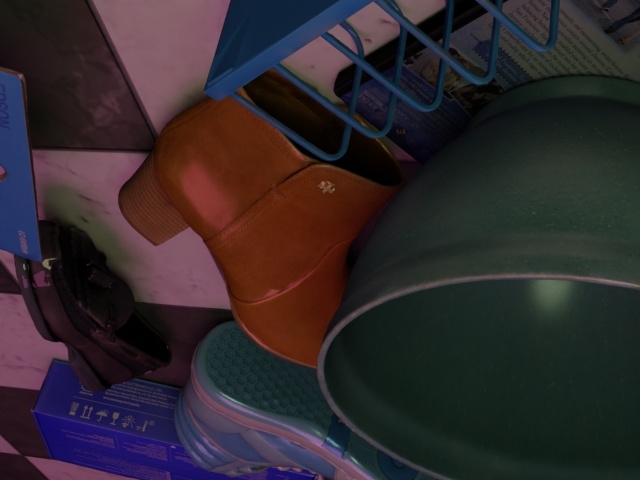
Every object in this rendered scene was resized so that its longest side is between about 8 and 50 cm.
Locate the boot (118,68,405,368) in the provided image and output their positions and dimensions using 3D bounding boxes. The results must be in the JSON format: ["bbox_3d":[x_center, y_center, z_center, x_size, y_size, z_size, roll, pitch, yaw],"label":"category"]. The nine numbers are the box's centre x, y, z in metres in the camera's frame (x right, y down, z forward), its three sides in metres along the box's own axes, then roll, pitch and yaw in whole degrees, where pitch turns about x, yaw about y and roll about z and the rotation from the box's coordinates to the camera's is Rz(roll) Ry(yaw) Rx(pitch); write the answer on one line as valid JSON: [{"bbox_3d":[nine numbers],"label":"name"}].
[{"bbox_3d":[0.000,-0.001,0.779,0.295,0.104,0.211,36,142,-23],"label":"boot"}]

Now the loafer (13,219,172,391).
[{"bbox_3d":[-0.215,0.061,0.976,0.095,0.109,0.302,-8,152,-2],"label":"loafer"}]

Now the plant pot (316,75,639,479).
[{"bbox_3d":[0.160,0.023,0.627,0.293,0.196,0.293,10,147,6],"label":"plant pot"}]

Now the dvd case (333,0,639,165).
[{"bbox_3d":[0.155,-0.101,0.645,0.180,0.022,0.253,35,142,-28],"label":"dvd case"}]

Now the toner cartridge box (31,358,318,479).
[{"bbox_3d":[-0.171,0.252,1.246,0.348,0.075,0.165,13,148,2],"label":"toner cartridge box"}]

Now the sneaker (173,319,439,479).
[{"bbox_3d":[-0.015,0.215,1.092,0.319,0.127,0.208,31,143,-7],"label":"sneaker"}]

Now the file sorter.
[{"bbox_3d":[0.036,-0.133,0.556,0.104,0.118,0.170,33,143,-31],"label":"file sorter"}]

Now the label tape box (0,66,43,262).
[{"bbox_3d":[-0.352,-0.125,0.723,0.334,0.105,0.240,15,148,-3],"label":"label tape box"}]
